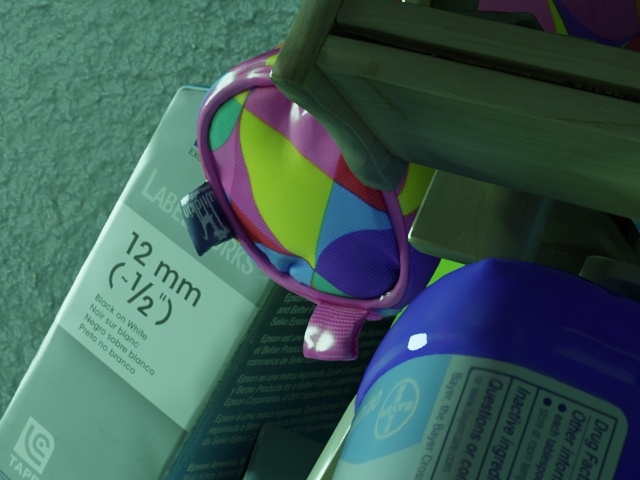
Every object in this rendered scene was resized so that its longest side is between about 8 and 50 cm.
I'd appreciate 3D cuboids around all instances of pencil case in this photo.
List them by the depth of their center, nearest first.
[{"bbox_3d":[0.058,-0.059,0.678,0.236,0.104,0.104,-37,-20,-37],"label":"pencil case"}]

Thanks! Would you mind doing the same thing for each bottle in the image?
[{"bbox_3d":[0.016,0.146,0.460,0.118,0.092,0.283,115,178,-64],"label":"bottle"}]

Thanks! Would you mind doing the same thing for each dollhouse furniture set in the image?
[{"bbox_3d":[0.100,-0.046,0.533,0.129,0.129,0.184,-66,-31,-14],"label":"dollhouse furniture set"}]

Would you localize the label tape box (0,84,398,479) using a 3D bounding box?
[{"bbox_3d":[0.000,0.000,1.050,0.249,0.115,0.348,0,-58,-60],"label":"label tape box"}]

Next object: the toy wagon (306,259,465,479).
[{"bbox_3d":[0.032,0.101,0.750,0.267,0.068,0.344,-52,10,41],"label":"toy wagon"}]

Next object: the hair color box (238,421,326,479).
[{"bbox_3d":[-0.056,0.300,1.006,0.185,0.113,0.374,-68,-1,-57],"label":"hair color box"}]
